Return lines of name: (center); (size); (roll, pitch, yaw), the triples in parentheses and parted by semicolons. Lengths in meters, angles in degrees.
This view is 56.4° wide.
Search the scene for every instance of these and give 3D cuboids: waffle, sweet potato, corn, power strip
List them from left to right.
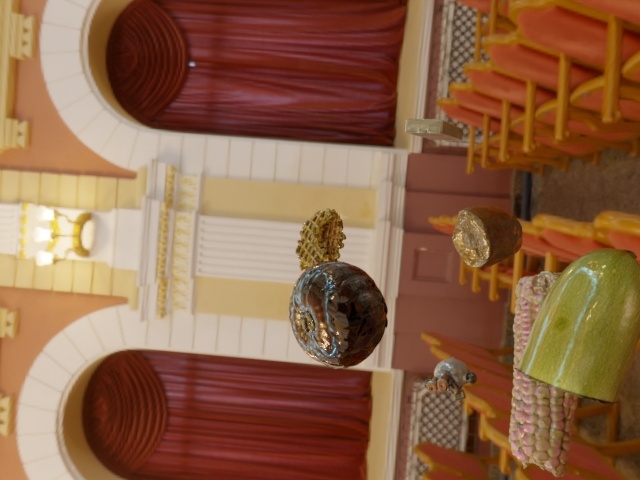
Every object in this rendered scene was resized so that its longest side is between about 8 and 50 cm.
waffle: (0.000, 0.000, 1.721); (0.197, 0.070, 0.193); (-48, 38, 35)
power strip: (0.346, -0.327, 1.779); (0.367, 0.106, 0.043); (-14, -71, -67)
sweet potato: (0.453, -0.014, 1.563); (0.370, 0.158, 0.157); (-6, -77, -55)
corn: (0.383, 0.218, 1.012); (0.126, 0.127, 0.335); (81, -163, -80)

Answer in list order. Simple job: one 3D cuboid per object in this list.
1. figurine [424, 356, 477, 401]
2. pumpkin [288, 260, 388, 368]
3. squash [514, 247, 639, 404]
figurine: (0.343, 0.376, 1.593); (0.197, 0.147, 0.093); (-24, -83, -61)
pumpkin: (0.032, 0.157, 1.254); (0.233, 0.163, 0.233); (22, 119, 48)
squash: (0.323, 0.094, 0.705); (0.123, 0.123, 0.186); (29, -96, -87)
